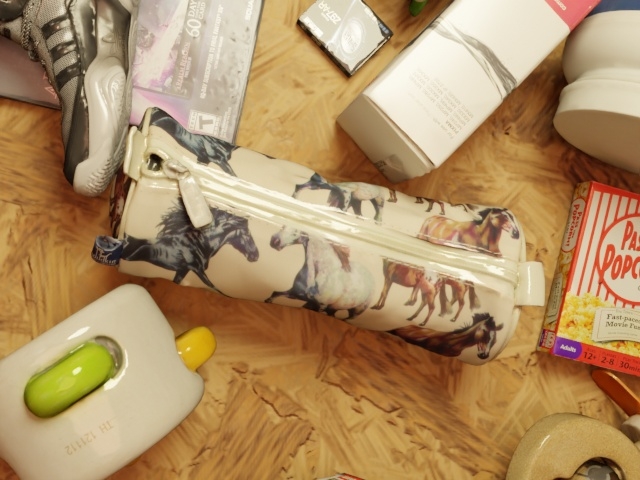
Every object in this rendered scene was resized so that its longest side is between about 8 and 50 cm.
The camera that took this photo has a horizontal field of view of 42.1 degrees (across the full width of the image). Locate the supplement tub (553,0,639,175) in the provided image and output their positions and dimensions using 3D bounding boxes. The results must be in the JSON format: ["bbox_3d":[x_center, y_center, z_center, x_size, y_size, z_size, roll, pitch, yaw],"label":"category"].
[{"bbox_3d":[0.383,-0.232,0.835,0.228,0.228,0.316,23,86,-7],"label":"supplement tub"}]

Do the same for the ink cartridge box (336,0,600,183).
[{"bbox_3d":[0.139,-0.177,0.829,0.100,0.172,0.237,45,84,-5],"label":"ink cartridge box"}]

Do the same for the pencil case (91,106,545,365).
[{"bbox_3d":[0.000,0.000,0.805,0.410,0.183,0.160,15,87,-8],"label":"pencil case"}]

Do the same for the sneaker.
[{"bbox_3d":[-0.257,-0.177,0.790,0.153,0.101,0.269,4,83,-7],"label":"sneaker"}]

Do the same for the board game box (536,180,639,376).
[{"bbox_3d":[0.334,0.046,0.919,0.146,0.045,0.194,14,87,-8],"label":"board game box"}]

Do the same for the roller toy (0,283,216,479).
[{"bbox_3d":[-0.211,0.144,0.772,0.191,0.209,0.146,-30,94,28],"label":"roller toy"}]

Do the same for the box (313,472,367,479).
[{"bbox_3d":[0.082,0.274,0.797,0.207,0.114,0.036,9,88,31],"label":"box"}]

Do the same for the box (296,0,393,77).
[{"bbox_3d":[0.026,-0.227,0.891,0.067,0.018,0.083,-44,95,-6],"label":"box"}]

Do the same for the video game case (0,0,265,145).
[{"bbox_3d":[-0.203,-0.219,0.857,0.274,0.026,0.196,12,88,-9],"label":"video game case"}]

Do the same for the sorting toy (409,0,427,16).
[{"bbox_3d":[0.104,-0.284,0.882,0.042,0.061,0.102,30,63,-6],"label":"sorting toy"}]

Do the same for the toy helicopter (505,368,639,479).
[{"bbox_3d":[0.350,0.298,0.899,0.355,0.140,0.235,33,76,-17],"label":"toy helicopter"}]
